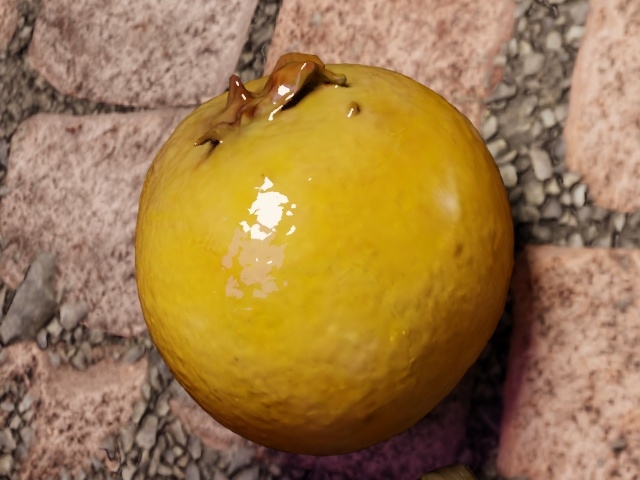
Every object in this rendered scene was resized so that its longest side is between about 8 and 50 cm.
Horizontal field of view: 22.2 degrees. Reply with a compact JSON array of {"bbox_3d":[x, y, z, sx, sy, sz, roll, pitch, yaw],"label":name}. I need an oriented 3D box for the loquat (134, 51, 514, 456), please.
[{"bbox_3d":[0.000,0.000,1.126,0.275,0.275,0.274,-7,78,36],"label":"loquat"}]

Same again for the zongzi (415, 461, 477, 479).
[{"bbox_3d":[0.078,0.276,1.147,0.189,0.081,0.178,-46,68,29],"label":"zongzi"}]
